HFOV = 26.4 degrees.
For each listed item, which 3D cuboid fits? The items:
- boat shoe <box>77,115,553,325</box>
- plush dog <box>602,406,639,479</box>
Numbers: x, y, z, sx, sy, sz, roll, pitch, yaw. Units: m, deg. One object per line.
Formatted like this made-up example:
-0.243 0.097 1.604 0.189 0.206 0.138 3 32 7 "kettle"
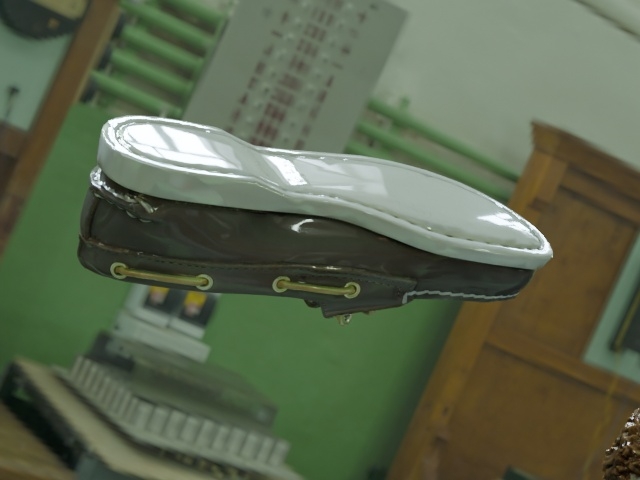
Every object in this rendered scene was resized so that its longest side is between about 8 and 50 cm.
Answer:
0.000 0.000 0.915 0.324 0.097 0.116 10 24 -23 "boat shoe"
0.357 0.248 1.175 0.225 0.262 0.210 -10 -8 -8 "plush dog"
